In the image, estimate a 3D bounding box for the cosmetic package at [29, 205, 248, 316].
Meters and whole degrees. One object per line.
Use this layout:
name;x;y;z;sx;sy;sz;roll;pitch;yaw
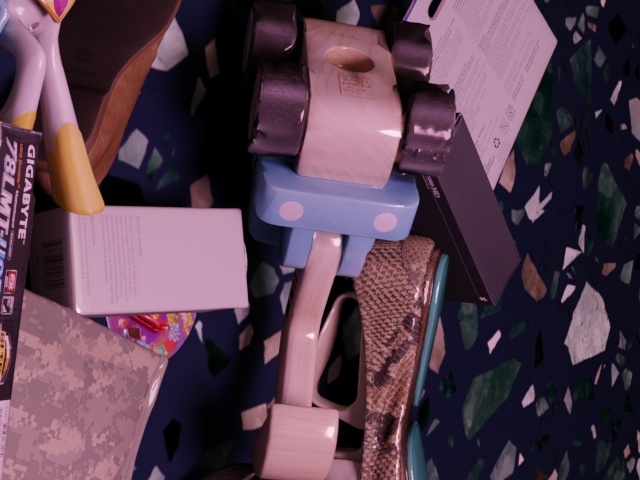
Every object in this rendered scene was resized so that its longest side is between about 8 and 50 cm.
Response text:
cosmetic package;-0.192;0.024;1.341;0.231;0.086;0.117;2;82;-45

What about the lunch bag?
lunch bag;-0.305;0.204;1.188;0.235;0.169;0.286;35;63;-47

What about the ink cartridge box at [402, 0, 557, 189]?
ink cartridge box;0.210;-0.280;1.841;0.330;0.071;0.324;47;59;-38

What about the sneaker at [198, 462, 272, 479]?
sneaker;-0.150;0.492;1.451;0.447;0.169;0.257;-58;147;-28

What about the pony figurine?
pony figurine;-0.293;-0.240;1.067;0.303;0.351;0.363;-14;123;-45

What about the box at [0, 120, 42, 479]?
box;-0.379;0.042;0.982;0.073;0.296;0.293;18;78;-73

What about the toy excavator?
toy excavator;0.000;0.000;1.471;0.433;0.223;0.445;-97;-164;-52

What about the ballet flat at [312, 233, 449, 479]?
ballet flat;0.072;0.230;1.648;0.164;0.182;0.482;-26;118;-78

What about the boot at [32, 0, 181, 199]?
boot;-0.230;-0.178;1.320;0.115;0.112;0.305;87;23;-60

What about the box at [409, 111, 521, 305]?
box;0.138;-0.042;1.686;0.103;0.184;0.261;-52;131;-33

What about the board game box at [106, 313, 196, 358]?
board game box;-0.186;0.064;1.422;0.133;0.033;0.168;-26;113;-46
